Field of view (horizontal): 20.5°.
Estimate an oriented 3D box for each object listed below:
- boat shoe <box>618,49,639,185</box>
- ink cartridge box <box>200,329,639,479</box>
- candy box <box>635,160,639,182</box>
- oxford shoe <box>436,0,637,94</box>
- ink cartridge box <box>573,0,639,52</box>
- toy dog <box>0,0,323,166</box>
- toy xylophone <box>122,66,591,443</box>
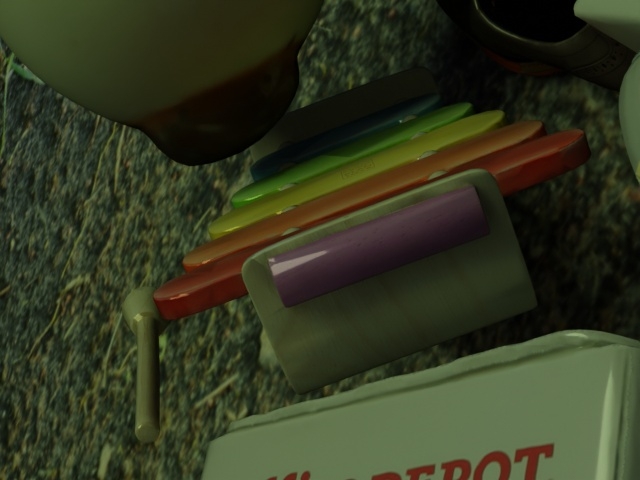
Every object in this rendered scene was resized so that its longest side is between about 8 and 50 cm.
[{"bbox_3d":[0.191,0.031,0.593,0.088,0.096,0.268,128,126,-66],"label":"boat shoe"},{"bbox_3d":[0.056,0.262,0.682,0.285,0.166,0.395,-20,54,53],"label":"ink cartridge box"},{"bbox_3d":[0.246,-0.031,0.416,0.183,0.316,0.087,-65,28,4],"label":"candy box"},{"bbox_3d":[0.116,-0.139,0.929,0.097,0.098,0.271,-65,29,4],"label":"oxford shoe"},{"bbox_3d":[0.264,-0.150,0.662,0.307,0.129,0.223,22,89,61],"label":"ink cartridge box"},{"bbox_3d":[-0.003,-0.227,0.910,0.408,0.284,0.395,-43,28,21],"label":"toy dog"},{"bbox_3d":[0.000,0.000,0.882,0.236,0.081,0.323,-23,14,-5],"label":"toy xylophone"}]
